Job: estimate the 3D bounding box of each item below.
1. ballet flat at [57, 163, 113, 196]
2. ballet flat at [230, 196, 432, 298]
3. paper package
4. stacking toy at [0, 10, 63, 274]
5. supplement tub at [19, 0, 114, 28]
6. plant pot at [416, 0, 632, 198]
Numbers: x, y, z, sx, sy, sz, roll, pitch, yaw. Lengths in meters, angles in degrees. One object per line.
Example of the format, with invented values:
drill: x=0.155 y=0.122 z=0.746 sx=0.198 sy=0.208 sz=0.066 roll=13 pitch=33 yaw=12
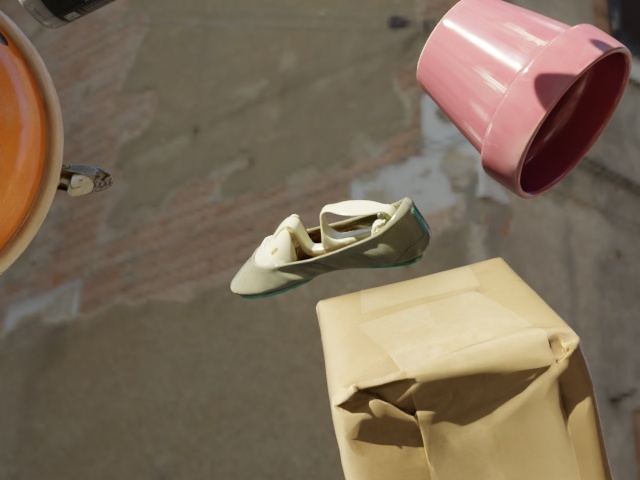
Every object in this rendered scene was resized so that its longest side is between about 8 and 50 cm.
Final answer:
ballet flat: x=-0.290 y=-0.067 z=1.497 sx=0.114 sy=0.041 sz=0.041 roll=11 pitch=-30 yaw=-17
ballet flat: x=0.000 y=0.000 z=1.240 sx=0.213 sy=0.072 sz=0.068 roll=-12 pitch=-60 yaw=27
paper package: x=0.112 y=0.192 z=0.988 sx=0.168 sy=0.309 sz=0.325 roll=-14 pitch=9 yaw=0
stacking toy: x=-0.401 y=-0.129 z=1.093 sx=0.351 sy=0.350 sz=0.480 roll=5 pitch=-11 yaw=-6
supplement tub: x=-0.276 y=-0.346 z=1.632 sx=0.190 sy=0.117 sz=0.117 roll=-21 pitch=-35 yaw=18
plant pot: x=0.216 y=-0.177 z=1.491 sx=0.180 sy=0.201 sz=0.201 roll=40 pitch=-18 yaw=24
